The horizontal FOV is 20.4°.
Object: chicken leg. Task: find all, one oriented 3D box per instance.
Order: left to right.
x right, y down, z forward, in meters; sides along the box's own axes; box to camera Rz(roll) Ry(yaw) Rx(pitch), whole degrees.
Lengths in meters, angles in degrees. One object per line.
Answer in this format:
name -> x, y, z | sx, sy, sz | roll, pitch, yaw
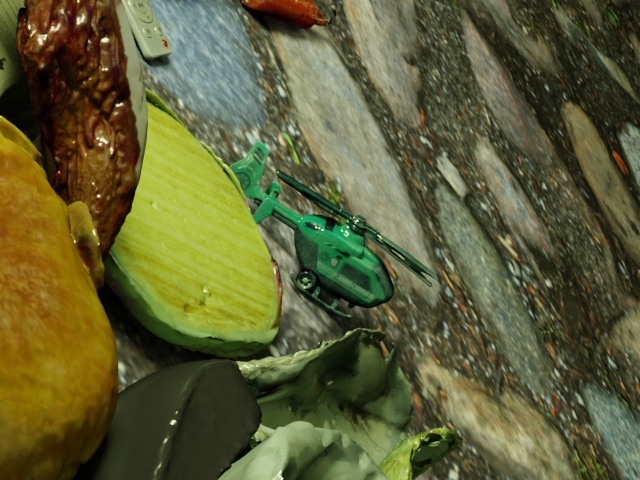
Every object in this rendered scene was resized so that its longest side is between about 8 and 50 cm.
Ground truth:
chicken leg -> -0.190, -0.071, 1.393 | 0.158, 0.096, 0.407 | 25, 63, -72

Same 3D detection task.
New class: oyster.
oyster -> 0.005, 0.160, 1.608 | 0.252, 0.087, 0.199 | -33, 122, -41

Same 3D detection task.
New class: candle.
candle -> -0.034, -0.279, 2.096 | 0.053, 0.048, 0.162 | 50, 20, 26

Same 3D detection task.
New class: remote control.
remote control -> -0.206, -0.264, 1.795 | 0.184, 0.027, 0.050 | 63, 26, 1

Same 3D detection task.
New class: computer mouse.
computer mouse -> -0.142, 0.171, 1.244 | 0.087, 0.168, 0.295 | 48, 27, -7

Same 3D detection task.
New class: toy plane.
toy plane -> 0.000, 0.000, 1.786 | 0.235, 0.096, 0.060 | 35, 26, -6

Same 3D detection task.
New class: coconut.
coconut -> 0.067, 0.232, 1.612 | 0.055, 0.133, 0.158 | 36, 18, 5

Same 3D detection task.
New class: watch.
watch -> 0.001, 0.256, 1.420 | 0.253, 0.162, 0.241 | 30, 32, -47

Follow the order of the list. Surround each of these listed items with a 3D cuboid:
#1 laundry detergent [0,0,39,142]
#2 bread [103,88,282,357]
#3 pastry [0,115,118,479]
laundry detergent -> -0.291, -0.138, 1.412 | 0.181, 0.091, 0.253 | 63, 22, -16
bread -> -0.142, -0.021, 1.606 | 0.301, 0.045, 0.301 | 45, 26, -29
pastry -> -0.277, 0.030, 1.162 | 0.356, 0.164, 0.356 | 43, 30, -33
